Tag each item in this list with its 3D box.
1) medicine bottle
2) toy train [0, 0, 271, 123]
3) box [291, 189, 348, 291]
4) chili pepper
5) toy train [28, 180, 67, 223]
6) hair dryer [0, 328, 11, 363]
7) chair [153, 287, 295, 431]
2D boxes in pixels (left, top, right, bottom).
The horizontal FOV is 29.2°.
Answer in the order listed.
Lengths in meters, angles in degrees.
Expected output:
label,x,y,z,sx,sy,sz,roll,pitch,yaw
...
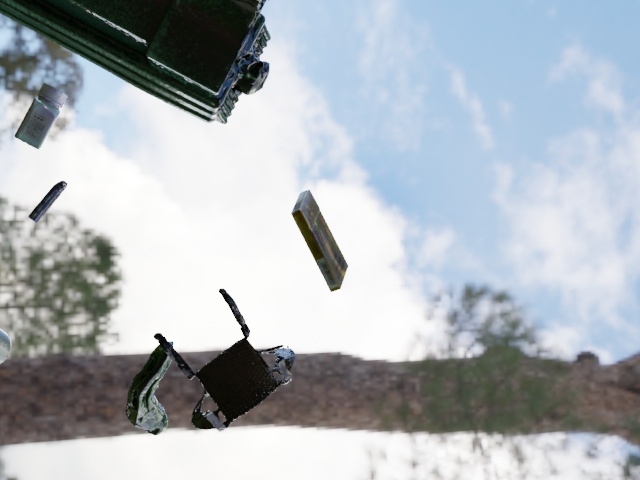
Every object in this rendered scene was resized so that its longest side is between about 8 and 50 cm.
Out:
label,x,y,z,sx,sy,sz,roll,pitch,yaw
medicine bottle,-0.526,-0.234,2.312,0.118,0.055,0.074,-61,-164,-2
toy train,-0.197,-0.250,1.266,0.139,0.330,0.178,-63,-172,-7
box,0.000,0.000,2.027,0.156,0.022,0.089,64,19,-18
chili pepper,-0.264,0.233,1.896,0.050,0.073,0.182,56,-36,38
toy train,-0.443,-0.066,1.997,0.017,0.083,0.017,35,-9,14
hair dryer,-0.442,0.055,1.308,0.267,0.229,0.092,21,-107,42
chair,-0.119,0.184,1.685,0.149,0.174,0.213,50,-8,27
